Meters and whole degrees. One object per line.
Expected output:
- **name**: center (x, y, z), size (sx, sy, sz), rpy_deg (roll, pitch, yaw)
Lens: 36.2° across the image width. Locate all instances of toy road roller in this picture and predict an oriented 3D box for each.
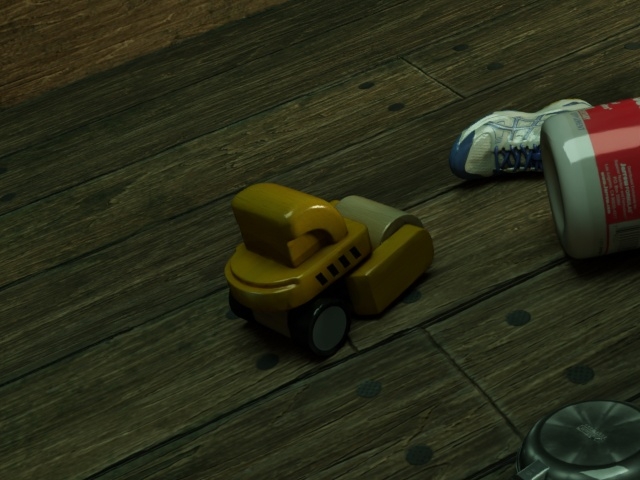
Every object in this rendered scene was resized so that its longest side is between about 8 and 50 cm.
- **toy road roller**: center (0.000, 0.000, 1.529), size (0.329, 0.240, 0.202), rpy_deg (-37, 39, -30)

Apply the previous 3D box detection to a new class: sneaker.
- **sneaker**: center (0.379, -0.172, 1.752), size (0.296, 0.112, 0.131), rpy_deg (-20, 33, -5)

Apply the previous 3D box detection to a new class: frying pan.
- **frying pan**: center (0.270, 0.265, 1.180), size (0.326, 0.053, 0.197), rpy_deg (-13, 22, 2)

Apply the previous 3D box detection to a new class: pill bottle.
- **pill bottle**: center (0.556, -0.117, 1.485), size (0.408, 0.229, 0.229), rpy_deg (-11, 33, 7)
